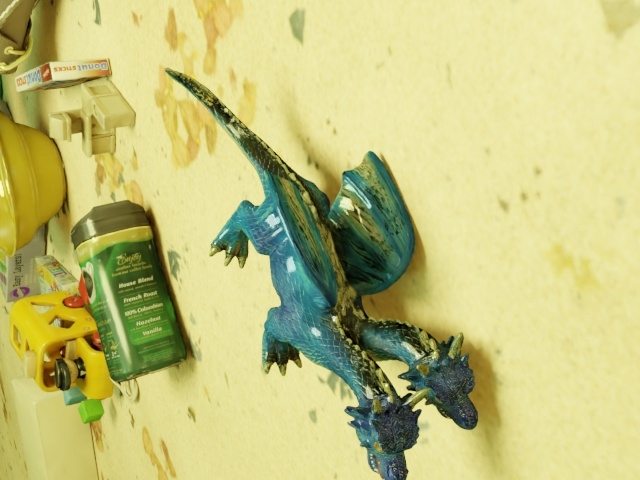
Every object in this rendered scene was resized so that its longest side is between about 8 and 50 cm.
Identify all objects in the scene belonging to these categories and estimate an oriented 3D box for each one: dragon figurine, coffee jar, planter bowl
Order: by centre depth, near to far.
[{"bbox_3d":[0.000,0.000,0.496,0.144,0.085,0.289,-32,75,59],"label":"dragon figurine"},{"bbox_3d":[-0.205,0.053,0.869,0.096,0.079,0.184,-23,83,63],"label":"coffee jar"},{"bbox_3d":[-0.418,-0.091,1.155,0.217,0.090,0.217,30,127,50],"label":"planter bowl"}]

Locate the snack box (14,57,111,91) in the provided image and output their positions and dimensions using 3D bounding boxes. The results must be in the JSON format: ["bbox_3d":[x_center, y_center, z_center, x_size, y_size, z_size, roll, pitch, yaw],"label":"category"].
[{"bbox_3d":[-0.300,-0.189,0.942,0.178,0.064,0.022,9,108,58],"label":"snack box"}]

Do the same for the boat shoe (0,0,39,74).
[{"bbox_3d":[-0.415,-0.241,1.011,0.324,0.116,0.096,-34,105,27],"label":"boat shoe"}]

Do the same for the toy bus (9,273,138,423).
[{"bbox_3d":[-0.352,0.155,1.114,0.202,0.104,0.191,-33,72,51],"label":"toy bus"}]

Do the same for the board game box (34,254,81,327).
[{"bbox_3d":[-0.403,0.092,1.271,0.154,0.026,0.103,24,122,54],"label":"board game box"}]

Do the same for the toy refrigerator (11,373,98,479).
[{"bbox_3d":[-0.433,0.353,1.369,0.102,0.094,0.269,20,120,47],"label":"toy refrigerator"}]

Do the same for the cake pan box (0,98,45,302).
[{"bbox_3d":[-0.534,-0.062,1.390,0.245,0.070,0.267,61,147,28],"label":"cake pan box"}]

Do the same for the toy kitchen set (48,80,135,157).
[{"bbox_3d":[-0.246,-0.115,0.879,0.075,0.068,0.083,48,140,39],"label":"toy kitchen set"}]
